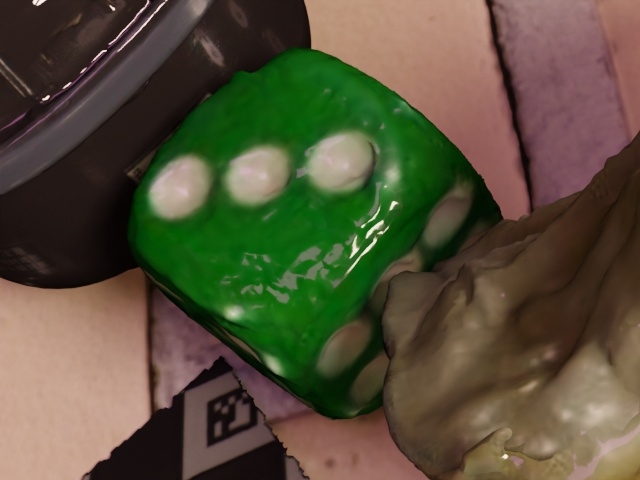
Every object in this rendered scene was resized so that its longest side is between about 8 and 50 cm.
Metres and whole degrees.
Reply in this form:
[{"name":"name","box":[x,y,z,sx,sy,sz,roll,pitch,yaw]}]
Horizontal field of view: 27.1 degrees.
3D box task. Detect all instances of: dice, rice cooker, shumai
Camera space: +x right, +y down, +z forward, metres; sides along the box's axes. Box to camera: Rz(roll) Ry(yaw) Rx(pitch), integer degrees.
[{"name":"dice","box":[0.000,0.000,0.608,0.120,0.131,0.128,35,80,33]},{"name":"rice cooker","box":[-0.142,-0.111,0.679,0.267,0.224,0.267,-11,57,18]},{"name":"shumai","box":[0.150,0.004,0.418,0.288,0.330,0.292,-5,85,11]}]

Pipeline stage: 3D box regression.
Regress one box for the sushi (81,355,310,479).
[{"name":"sushi","box":[-0.114,0.194,0.547,0.294,0.059,0.292,-43,36,-3]}]
